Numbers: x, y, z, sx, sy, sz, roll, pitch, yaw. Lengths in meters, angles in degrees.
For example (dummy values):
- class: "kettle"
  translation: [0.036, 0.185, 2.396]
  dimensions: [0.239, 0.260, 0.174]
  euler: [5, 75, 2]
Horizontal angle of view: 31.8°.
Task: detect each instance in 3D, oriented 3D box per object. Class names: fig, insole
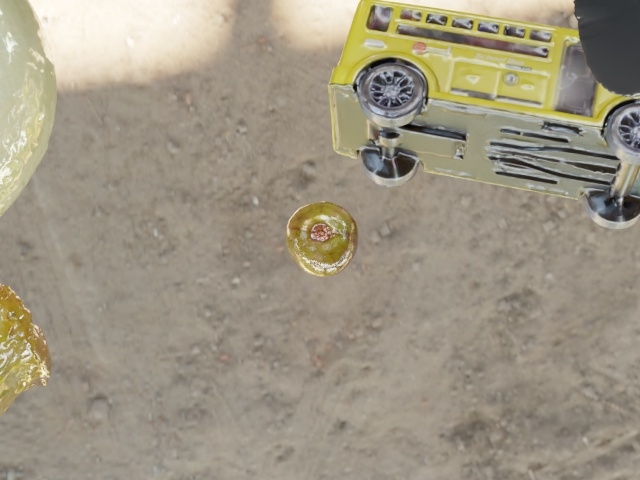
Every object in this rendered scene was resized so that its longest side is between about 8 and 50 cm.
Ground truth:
- class: "fig"
  translation: [0.000, 0.000, 0.754]
  dimensions: [0.050, 0.083, 0.050]
  euler: [0, 85, -4]
- class: "insole"
  translation: [0.161, -0.149, 0.559]
  dimensions: [0.064, 0.188, 0.004]
  euler: [1, 153, 23]

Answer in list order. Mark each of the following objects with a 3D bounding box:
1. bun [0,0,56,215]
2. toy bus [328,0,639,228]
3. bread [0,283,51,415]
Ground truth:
- class: "bun"
  translation: [-0.246, -0.081, 0.608]
  dimensions: [0.222, 0.127, 0.222]
  euler: [0, 91, 10]
- class: "toy bus"
  translation: [0.181, -0.125, 1.052]
  dimensions: [0.331, 0.151, 0.145]
  euler: [11, 155, 8]
- class: "bread"
  translation: [-0.315, 0.098, 0.935]
  dimensions: [0.147, 0.160, 0.260]
  euler: [30, 152, 16]
